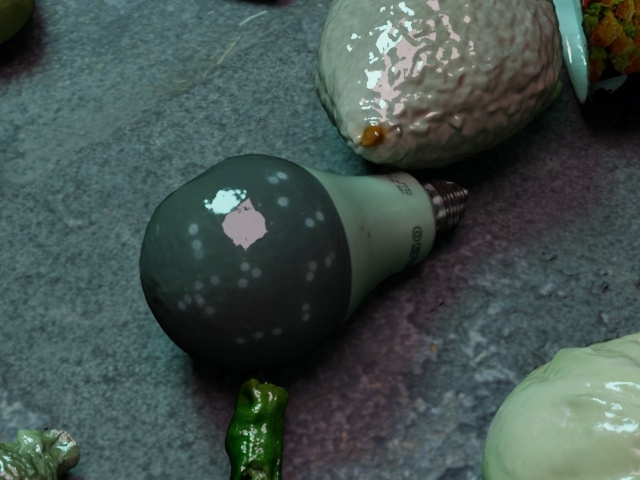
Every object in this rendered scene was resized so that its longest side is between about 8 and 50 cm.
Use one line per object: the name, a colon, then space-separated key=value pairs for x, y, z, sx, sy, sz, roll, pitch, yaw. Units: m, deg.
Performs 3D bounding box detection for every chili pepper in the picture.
chili pepper: x=-0.045 y=0.192 z=0.975 sx=0.050 sy=0.073 sz=0.182 roll=9 pitch=41 yaw=-20

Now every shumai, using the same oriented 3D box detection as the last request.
shumai: x=-0.225 y=0.182 z=0.993 sx=0.080 sy=0.082 sz=0.083 roll=-36 pitch=81 yaw=-26

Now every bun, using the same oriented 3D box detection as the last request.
bun: x=0.293 y=0.174 z=0.884 sx=0.361 sy=0.213 sz=0.361 roll=-2 pitch=47 yaw=2

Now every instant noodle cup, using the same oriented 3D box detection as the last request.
instant noodle cup: x=0.329 y=-0.242 z=1.228 sx=0.190 sy=0.251 sz=0.251 roll=-12 pitch=50 yaw=5

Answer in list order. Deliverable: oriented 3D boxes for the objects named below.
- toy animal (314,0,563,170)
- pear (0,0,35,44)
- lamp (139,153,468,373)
toy animal: x=0.117 y=-0.184 z=1.205 sx=0.226 sy=0.188 sz=0.358 roll=9 pitch=43 yaw=14
pear: x=-0.379 y=-0.279 z=1.335 sx=0.136 sy=0.167 sz=0.167 roll=-21 pitch=50 yaw=7
lamp: x=0.000 y=-0.006 z=1.068 sx=0.313 sy=0.182 sz=0.182 roll=-23 pitch=53 yaw=-17
